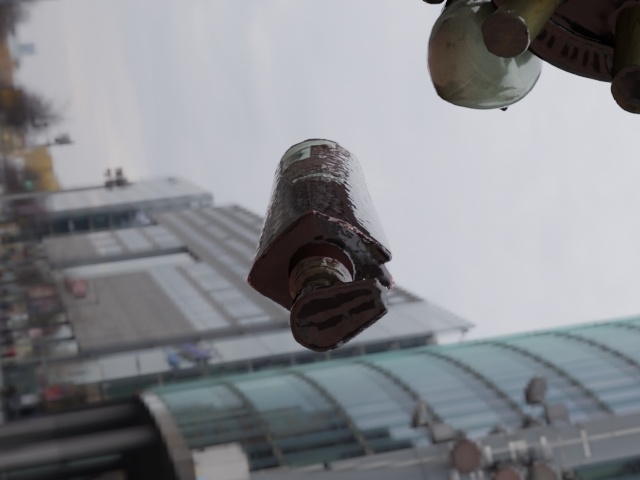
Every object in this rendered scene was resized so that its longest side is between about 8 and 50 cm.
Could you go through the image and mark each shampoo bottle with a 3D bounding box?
[{"bbox_3d":[0.002,0.000,0.716,0.067,0.068,0.236,42,15,-14],"label":"shampoo bottle"}]

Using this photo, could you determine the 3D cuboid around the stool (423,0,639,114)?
[{"bbox_3d":[0.118,-0.120,0.598,0.217,0.125,0.121,-31,-161,40],"label":"stool"}]
